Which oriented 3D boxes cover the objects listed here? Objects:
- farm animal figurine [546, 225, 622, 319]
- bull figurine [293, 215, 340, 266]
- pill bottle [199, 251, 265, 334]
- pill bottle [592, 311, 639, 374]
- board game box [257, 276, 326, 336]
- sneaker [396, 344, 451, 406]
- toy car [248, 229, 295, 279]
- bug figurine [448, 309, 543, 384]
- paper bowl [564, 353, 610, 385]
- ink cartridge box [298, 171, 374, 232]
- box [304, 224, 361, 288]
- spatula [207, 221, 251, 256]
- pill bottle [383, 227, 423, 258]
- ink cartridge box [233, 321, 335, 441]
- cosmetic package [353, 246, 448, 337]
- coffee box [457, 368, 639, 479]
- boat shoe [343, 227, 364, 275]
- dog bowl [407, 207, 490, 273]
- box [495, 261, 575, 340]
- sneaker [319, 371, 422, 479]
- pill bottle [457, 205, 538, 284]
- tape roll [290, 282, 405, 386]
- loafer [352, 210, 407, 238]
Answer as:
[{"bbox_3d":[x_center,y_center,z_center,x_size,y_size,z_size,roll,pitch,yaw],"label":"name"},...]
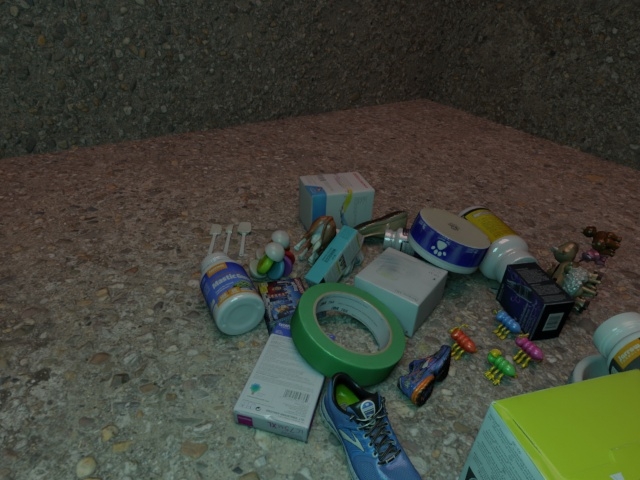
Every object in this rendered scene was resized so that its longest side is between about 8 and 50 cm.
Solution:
[{"bbox_3d":[0.856,0.104,1.453,0.172,0.330,0.327,26,67,27],"label":"farm animal figurine"},{"bbox_3d":[0.000,0.000,1.543,0.101,0.310,0.188,36,81,13],"label":"bull figurine"},{"bbox_3d":[-0.289,0.152,1.325,0.152,0.152,0.272,-14,37,-25],"label":"pill bottle"},{"bbox_3d":[0.735,0.295,0.914,0.162,0.162,0.278,0,32,-5],"label":"pill bottle"},{"bbox_3d":[-0.087,0.202,1.351,0.194,0.060,0.194,-6,34,-16],"label":"board game box"},{"bbox_3d":[0.286,0.345,1.147,0.087,0.083,0.221,23,35,36],"label":"sneaker"},{"bbox_3d":[-0.157,0.068,1.504,0.136,0.159,0.182,39,31,-13],"label":"toy car"},{"bbox_3d":[0.523,0.299,1.244,0.278,0.072,0.216,-14,37,-26],"label":"bug figurine"},{"bbox_3d":[0.727,0.420,1.003,0.284,0.148,0.284,2,33,-1],"label":"paper bowl"},{"bbox_3d":[0.062,-0.157,1.796,0.269,0.197,0.198,-7,34,-16],"label":"ink cartridge box"},{"bbox_3d":[0.047,0.071,1.449,0.060,0.101,0.244,23,61,30],"label":"box"},{"bbox_3d":[-0.364,-0.008,1.692,0.168,0.019,0.242,1,33,-6],"label":"spatula"},{"bbox_3d":[0.344,0.009,1.646,0.193,0.108,0.108,9,33,9],"label":"pill bottle"},{"bbox_3d":[-0.080,0.353,1.114,0.185,0.065,0.311,10,35,10],"label":"ink cartridge box"},{"bbox_3d":[0.256,0.158,1.381,0.224,0.138,0.224,24,39,29],"label":"cosmetic package"},{"bbox_3d":[0.485,0.478,0.717,0.337,0.335,0.338,-6,34,-14],"label":"coffee box"},{"bbox_3d":[0.128,0.047,1.591,0.081,0.079,0.228,26,44,-10],"label":"boat shoe"},{"bbox_3d":[0.440,-0.005,1.464,0.264,0.104,0.265,16,28,-9],"label":"dog bowl"},{"bbox_3d":[0.677,0.189,1.356,0.108,0.153,0.207,-4,32,-11],"label":"box"},{"bbox_3d":[0.102,0.428,0.937,0.129,0.147,0.330,-17,39,-29],"label":"sneaker"},{"bbox_3d":[0.639,0.025,1.574,0.187,0.188,0.334,-5,33,-13],"label":"pill bottle"},{"bbox_3d":[0.078,0.252,1.190,0.321,0.077,0.321,18,30,-11],"label":"tape roll"},{"bbox_3d":[0.243,-0.043,1.734,0.268,0.092,0.102,-20,9,-8],"label":"loafer"}]
